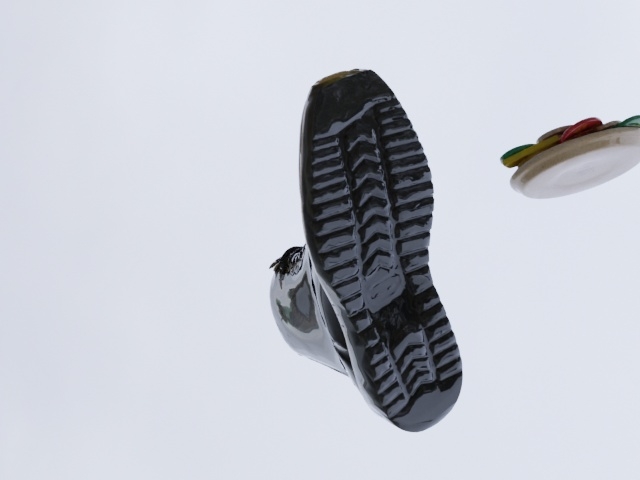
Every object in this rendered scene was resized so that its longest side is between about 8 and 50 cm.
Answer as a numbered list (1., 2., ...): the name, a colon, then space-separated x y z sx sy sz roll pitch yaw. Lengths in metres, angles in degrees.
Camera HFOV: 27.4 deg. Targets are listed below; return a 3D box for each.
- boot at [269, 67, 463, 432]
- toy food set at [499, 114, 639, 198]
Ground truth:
1. boot: 0.000 0.000 0.729 0.137 0.077 0.198 21 -54 57
2. toy food set: 0.141 -0.046 0.714 0.083 0.082 0.020 -24 -108 27
